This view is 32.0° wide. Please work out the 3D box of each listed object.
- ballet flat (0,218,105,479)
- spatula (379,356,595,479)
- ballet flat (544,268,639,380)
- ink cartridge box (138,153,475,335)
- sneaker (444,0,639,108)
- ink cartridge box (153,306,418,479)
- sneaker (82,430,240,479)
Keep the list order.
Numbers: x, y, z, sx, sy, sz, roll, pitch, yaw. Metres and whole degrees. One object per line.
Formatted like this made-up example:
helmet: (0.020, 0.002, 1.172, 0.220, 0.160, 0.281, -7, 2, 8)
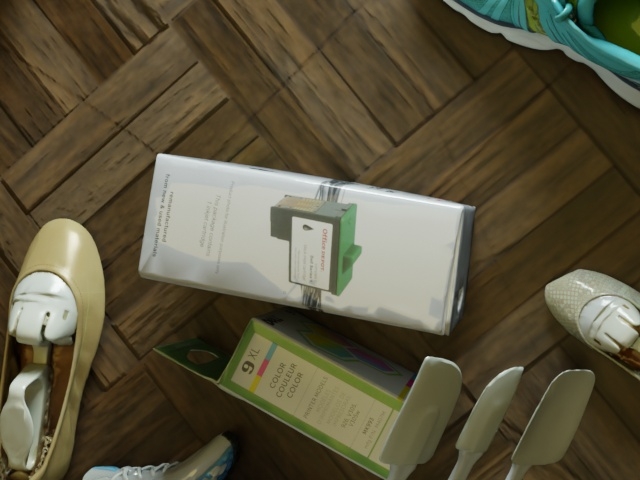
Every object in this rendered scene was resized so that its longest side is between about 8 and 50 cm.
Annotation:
ballet flat: (-0.226, 0.098, 0.914, 0.080, 0.073, 0.232, 6, 92, 11)
spatula: (0.096, 0.191, 0.810, 0.019, 0.168, 0.242, 43, 119, 47)
ballet flat: (0.243, 0.077, 0.831, 0.168, 0.052, 0.057, 35, 98, 9)
ink cartridge box: (0.000, 0.000, 0.823, 0.219, 0.160, 0.093, 10, 93, 10)
sneaker: (0.184, -0.184, 0.801, 0.275, 0.110, 0.107, 31, 97, 19)
ink cartridge box: (-0.010, 0.102, 0.853, 0.209, 0.109, 0.062, 27, 96, 10)
sneaker: (-0.150, 0.207, 0.906, 0.190, 0.071, 0.083, -41, 78, 9)
